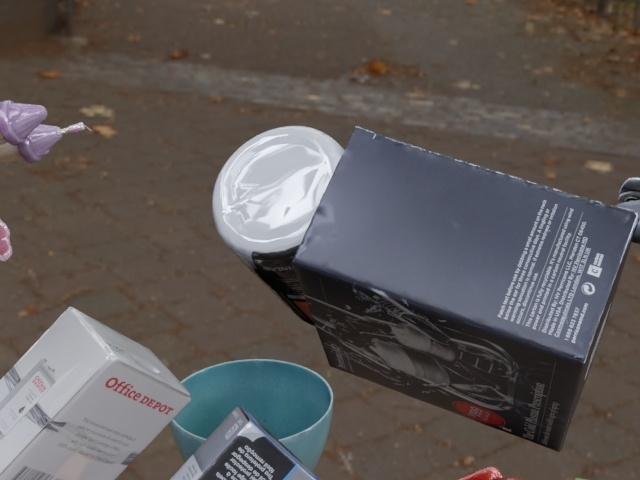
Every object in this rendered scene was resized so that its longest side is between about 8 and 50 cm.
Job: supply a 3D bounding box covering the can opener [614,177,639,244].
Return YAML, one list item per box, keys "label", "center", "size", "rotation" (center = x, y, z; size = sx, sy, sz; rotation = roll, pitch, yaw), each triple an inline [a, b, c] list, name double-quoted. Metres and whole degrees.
- label: "can opener"
  center: [0.455, -0.019, 1.169]
  size: [0.284, 0.076, 0.095]
  rotation: [7, 59, 20]

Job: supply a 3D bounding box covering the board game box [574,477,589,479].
- label: "board game box"
  center: [0.599, 0.515, 2.113]
  size: [0.259, 0.039, 0.124]
  rotation: [25, -13, -14]

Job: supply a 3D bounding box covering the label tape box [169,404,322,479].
- label: "label tape box"
  center: [-0.123, 0.413, 1.381]
  size: [0.240, 0.333, 0.106]
  rotation: [44, -6, -13]

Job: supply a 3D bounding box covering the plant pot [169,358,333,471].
- label: "plant pot"
  center: [-0.120, 0.365, 1.972]
  size: [0.290, 0.195, 0.290]
  rotation: [-2, 23, 1]

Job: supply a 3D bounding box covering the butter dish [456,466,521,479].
- label: "butter dish"
  center: [0.262, 0.398, 1.554]
  size: [0.160, 0.160, 0.118]
  rotation: [-10, -17, -43]

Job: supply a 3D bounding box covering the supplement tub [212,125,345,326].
- label: "supplement tub"
  center: [0.000, 0.000, 1.597]
  size: [0.207, 0.207, 0.338]
  rotation: [14, -19, 27]

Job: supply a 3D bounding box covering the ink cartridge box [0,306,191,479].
- label: "ink cartridge box"
  center: [-0.343, 0.251, 1.478]
  size: [0.117, 0.283, 0.207]
  rotation: [44, 0, 33]

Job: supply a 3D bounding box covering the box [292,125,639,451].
- label: "box"
  center: [0.163, 0.068, 1.258]
  size: [0.313, 0.179, 0.343]
  rotation: [19, -21, 17]

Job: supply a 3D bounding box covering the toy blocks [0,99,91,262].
- label: "toy blocks"
  center: [-0.445, -0.133, 1.286]
  size: [0.260, 0.308, 0.288]
  rotation: [-16, -7, 11]
